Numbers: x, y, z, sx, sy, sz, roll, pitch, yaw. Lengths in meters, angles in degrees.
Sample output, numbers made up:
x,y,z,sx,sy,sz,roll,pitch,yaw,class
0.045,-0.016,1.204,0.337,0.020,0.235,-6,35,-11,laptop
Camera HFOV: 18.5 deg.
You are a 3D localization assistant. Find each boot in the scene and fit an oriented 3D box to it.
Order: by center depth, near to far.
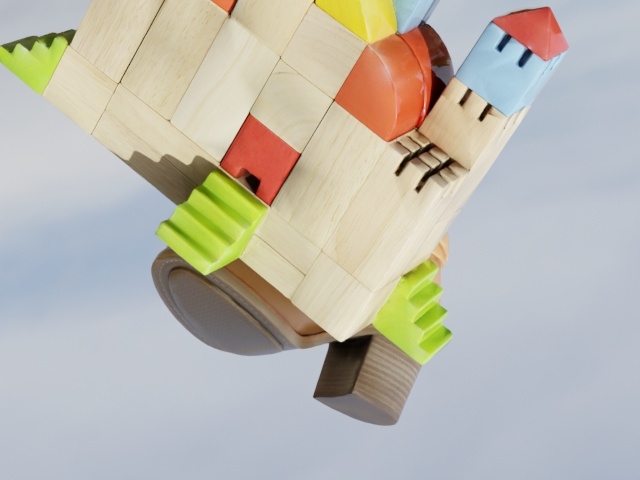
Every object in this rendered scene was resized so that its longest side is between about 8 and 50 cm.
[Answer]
x,y,z,sx,sy,sz,roll,pitch,yaw,class
0.000,0.000,1.608,0.109,0.283,0.220,-11,-125,52,boot

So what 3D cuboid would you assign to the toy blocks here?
x,y,z,sx,sy,sz,roll,pitch,yaw,class
-0.012,-0.125,1.372,0.261,0.381,0.191,-58,166,28,toy blocks
